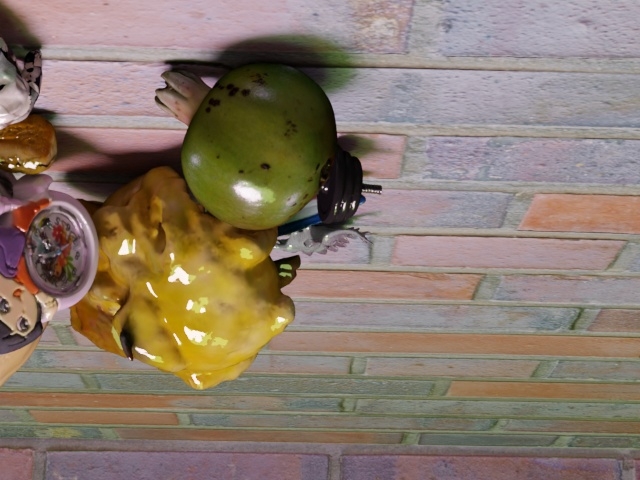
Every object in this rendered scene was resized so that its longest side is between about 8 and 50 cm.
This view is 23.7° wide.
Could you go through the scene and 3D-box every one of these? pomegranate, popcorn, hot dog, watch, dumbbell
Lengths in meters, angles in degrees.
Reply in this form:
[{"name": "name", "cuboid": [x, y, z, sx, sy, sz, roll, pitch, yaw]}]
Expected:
[{"name": "pomegranate", "cuboid": [-0.085, -0.114, 1.622, 0.210, 0.180, 0.180, 30, 163, 5]}, {"name": "popcorn", "cuboid": [-0.188, 0.059, 1.928, 0.316, 0.281, 0.297, -14, 113, 30]}, {"name": "hot dog", "cuboid": [-0.444, -0.124, 1.731, 0.289, 0.083, 0.068, 7, 180, -18]}, {"name": "watch", "cuboid": [-0.413, 0.027, 1.811, 0.231, 0.244, 0.196, 2, 150, 35]}, {"name": "dumbbell", "cuboid": [-0.027, -0.071, 1.829, 0.209, 0.099, 0.099, 6, 162, -13]}]

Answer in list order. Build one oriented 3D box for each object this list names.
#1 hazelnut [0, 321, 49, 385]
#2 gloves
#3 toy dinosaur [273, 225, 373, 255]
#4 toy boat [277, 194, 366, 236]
[{"name": "hazelnut", "cuboid": [-0.509, 0.099, 2.163, 0.241, 0.261, 0.261, 10, 160, -23]}, {"name": "gloves", "cuboid": [-0.352, -0.158, 1.574, 0.128, 0.111, 0.212, -5, 154, 3]}, {"name": "toy dinosaur", "cuboid": [0.001, -0.002, 2.135, 0.209, 0.039, 0.082, -1, 169, 44]}, {"name": "toy boat", "cuboid": [-0.037, -0.042, 1.988, 0.229, 0.080, 0.046, -16, 121, 42]}]
